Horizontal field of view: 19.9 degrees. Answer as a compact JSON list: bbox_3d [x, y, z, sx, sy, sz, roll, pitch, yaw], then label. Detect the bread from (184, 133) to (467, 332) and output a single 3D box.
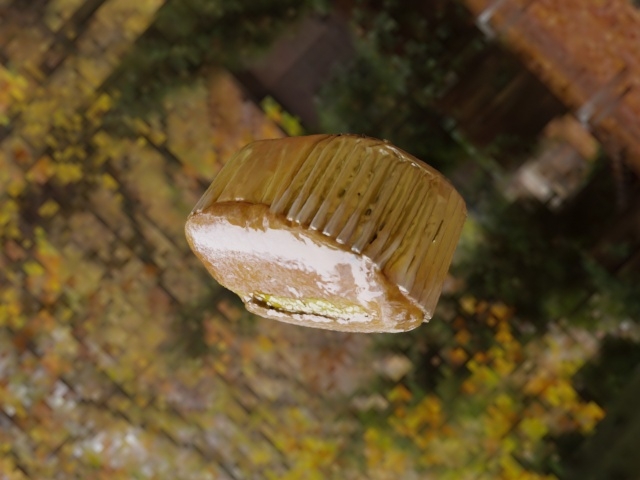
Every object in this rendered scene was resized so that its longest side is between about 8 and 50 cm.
[{"bbox_3d":[0.000,0.000,1.819,0.288,0.156,0.204,7,152,45],"label":"bread"}]
